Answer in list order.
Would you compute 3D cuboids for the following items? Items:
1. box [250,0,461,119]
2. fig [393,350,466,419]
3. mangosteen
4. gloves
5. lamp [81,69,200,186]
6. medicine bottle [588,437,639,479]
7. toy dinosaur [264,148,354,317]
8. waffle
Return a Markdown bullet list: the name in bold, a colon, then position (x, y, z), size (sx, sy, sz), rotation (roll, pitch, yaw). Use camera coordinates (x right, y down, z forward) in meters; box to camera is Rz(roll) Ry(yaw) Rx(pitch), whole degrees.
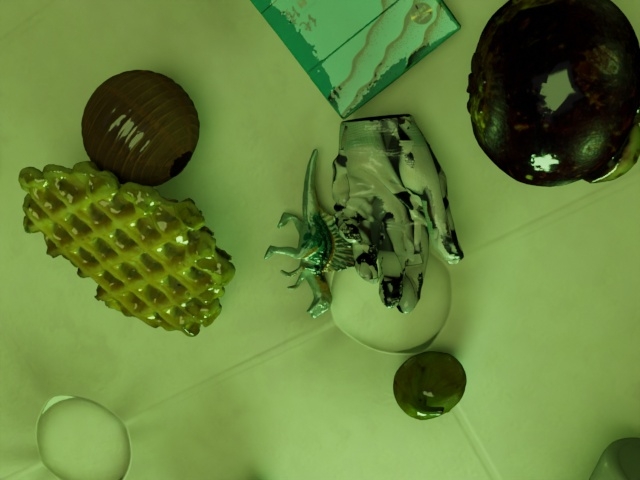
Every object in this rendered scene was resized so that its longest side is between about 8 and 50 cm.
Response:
- **box**: position (0.019, -0.266, 0.952), size (0.161, 0.042, 0.226), rotation (-36, 97, 18)
- **fig**: position (0.120, 0.173, 1.031), size (0.084, 0.098, 0.082), rotation (9, 110, 26)
- **mangosteen**: position (0.251, -0.147, 0.867), size (0.217, 0.192, 0.192), rotation (-1, 107, -9)
- **gloves**: position (0.078, -0.029, 0.983), size (0.128, 0.111, 0.212), rotation (-8, 101, -9)
- **lamp**: position (-0.203, -0.126, 1.018), size (0.137, 0.136, 0.136), rotation (4, 107, 15)
- **medicine bottle**: position (0.328, 0.404, 0.979), size (0.208, 0.208, 0.339), rotation (22, 111, 9)
- **toy dinosaur**: position (0.000, -0.002, 1.050), size (0.106, 0.044, 0.187), rotation (25, 98, -6)
- **waffle**: position (-0.230, 0.014, 1.057), size (0.291, 0.051, 0.291), rotation (14, 140, 13)
